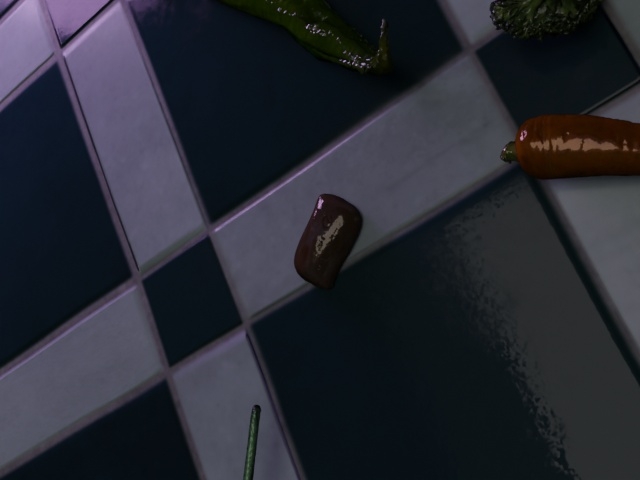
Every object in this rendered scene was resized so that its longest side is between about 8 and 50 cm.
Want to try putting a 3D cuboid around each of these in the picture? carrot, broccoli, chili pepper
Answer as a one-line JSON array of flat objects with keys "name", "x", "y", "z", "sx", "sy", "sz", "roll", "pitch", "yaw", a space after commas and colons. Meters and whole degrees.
[{"name": "carrot", "x": 0.282, "y": -0.078, "z": 0.660, "sx": 0.256, "sy": 0.061, "sz": 0.061, "roll": 6, "pitch": 87, "yaw": 28}, {"name": "broccoli", "x": 0.210, "y": -0.226, "z": 0.697, "sx": 0.097, "sy": 0.092, "sz": 0.095, "roll": 21, "pitch": 76, "yaw": 20}, {"name": "chili pepper", "x": -0.037, "y": -0.267, "z": 0.861, "sx": 0.359, "sy": 0.076, "sz": 0.085, "roll": 36, "pitch": 129, "yaw": 32}]

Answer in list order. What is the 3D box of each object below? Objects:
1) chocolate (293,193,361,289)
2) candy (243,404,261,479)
[{"name": "chocolate", "x": 0.000, "y": 0.000, "z": 0.831, "sx": 0.064, "sy": 0.031, "sz": 0.101, "roll": 33, "pitch": 102, "yaw": 34}, {"name": "candy", "x": -0.087, "y": 0.342, "z": 0.807, "sx": 0.092, "sy": 0.093, "sz": 0.336, "roll": 5, "pitch": 85, "yaw": 41}]
